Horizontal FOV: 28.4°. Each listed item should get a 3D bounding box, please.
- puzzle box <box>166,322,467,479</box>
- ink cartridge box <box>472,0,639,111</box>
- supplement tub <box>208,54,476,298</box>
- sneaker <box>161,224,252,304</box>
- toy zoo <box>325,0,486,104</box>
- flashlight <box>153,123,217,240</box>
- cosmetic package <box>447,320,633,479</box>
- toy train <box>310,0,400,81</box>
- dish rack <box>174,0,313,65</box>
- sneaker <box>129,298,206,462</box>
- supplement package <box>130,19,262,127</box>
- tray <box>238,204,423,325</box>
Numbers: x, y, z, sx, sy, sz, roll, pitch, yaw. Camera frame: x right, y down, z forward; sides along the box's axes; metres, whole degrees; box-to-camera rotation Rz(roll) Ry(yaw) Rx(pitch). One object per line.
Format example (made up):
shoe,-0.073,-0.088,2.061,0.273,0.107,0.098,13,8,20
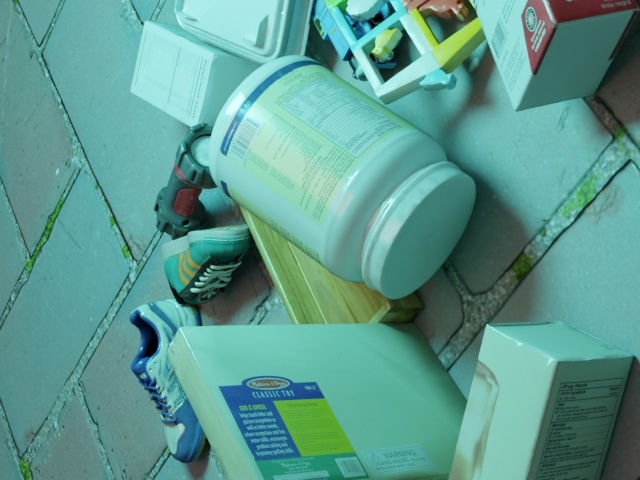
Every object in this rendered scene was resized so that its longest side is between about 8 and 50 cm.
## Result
puzzle box,0.025,0.222,1.655,0.052,0.408,0.272,-59,46,32
ink cartridge box,0.265,-0.329,1.549,0.197,0.114,0.273,102,152,-65
supplement tub,0.029,-0.088,1.759,0.325,0.235,0.235,36,118,26
sneaker,-0.188,0.044,2.175,0.302,0.108,0.121,-19,79,65
toy zoo,0.124,-0.322,1.785,0.192,0.030,0.293,-34,59,13
flashlight,-0.214,-0.088,2.164,0.304,0.103,0.103,119,146,-61
cosmetic package,0.260,0.259,1.563,0.129,0.153,0.296,27,108,48
toy train,0.055,-0.323,1.910,0.184,0.080,0.105,64,143,29
dish rack,-0.126,-0.450,1.987,0.285,0.072,0.333,28,117,36
sneaker,-0.284,0.255,2.272,0.112,0.131,0.297,-20,75,48
supplement package,-0.206,-0.281,2.189,0.244,0.133,0.139,33,113,48
tray,0.000,0.000,1.967,0.203,0.076,0.411,-52,52,37
